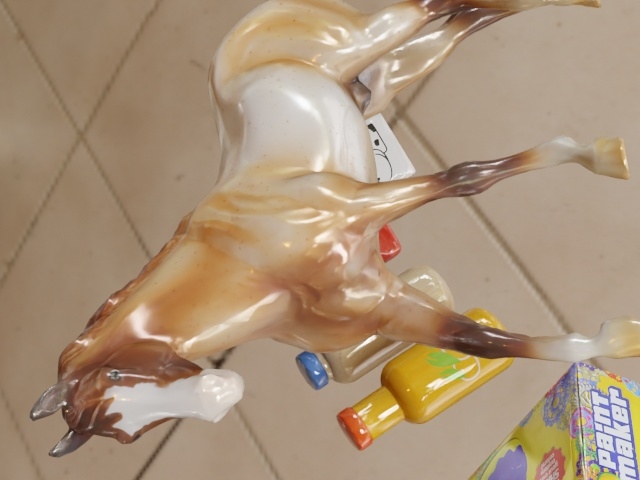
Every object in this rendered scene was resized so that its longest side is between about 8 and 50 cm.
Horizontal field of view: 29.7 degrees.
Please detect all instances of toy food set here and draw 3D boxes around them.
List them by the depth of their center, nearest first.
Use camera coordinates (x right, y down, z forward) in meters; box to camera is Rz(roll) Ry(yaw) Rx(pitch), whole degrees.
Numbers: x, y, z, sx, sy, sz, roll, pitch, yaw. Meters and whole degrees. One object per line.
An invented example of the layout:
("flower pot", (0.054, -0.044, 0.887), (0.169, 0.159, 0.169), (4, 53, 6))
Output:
("toy food set", (0.000, 0.000, 0.699), (0.232, 0.104, 0.111), (58, 165, -1))

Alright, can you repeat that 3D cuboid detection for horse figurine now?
("horse figurine", (0.015, -0.039, 0.421), (0.174, 0.066, 0.263), (-9, 48, 15))

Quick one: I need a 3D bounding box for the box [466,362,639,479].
("box", (0.264, 0.289, 1.010), (0.177, 0.279, 0.290), (-83, 18, -46))
